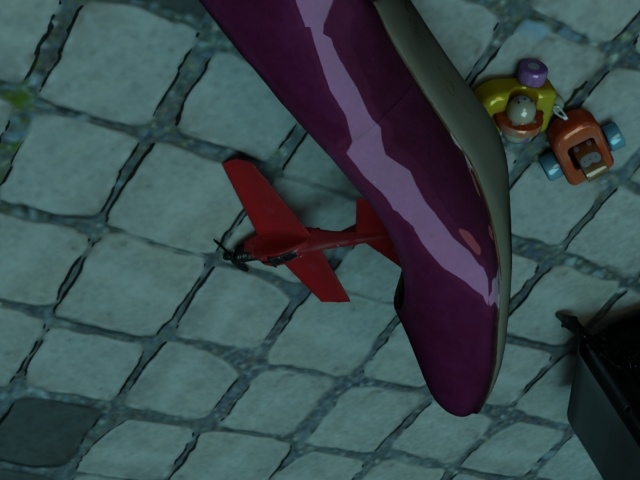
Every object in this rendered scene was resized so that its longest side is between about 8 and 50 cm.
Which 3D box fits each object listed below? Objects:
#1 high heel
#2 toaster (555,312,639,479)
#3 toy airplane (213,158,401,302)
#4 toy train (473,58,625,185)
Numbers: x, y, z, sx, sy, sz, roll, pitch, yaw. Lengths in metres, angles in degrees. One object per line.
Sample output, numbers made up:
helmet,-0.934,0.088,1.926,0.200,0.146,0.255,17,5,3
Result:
high heel,0.017,-0.050,0.687,0.181,0.127,0.377,-2,120,9
toaster,0.297,0.133,0.948,0.168,0.186,0.110,-15,139,-14
toy airplane,0.000,0.000,0.790,0.151,0.028,0.151,7,139,6
toy train,0.122,-0.049,0.793,0.166,0.046,0.125,-24,135,5
